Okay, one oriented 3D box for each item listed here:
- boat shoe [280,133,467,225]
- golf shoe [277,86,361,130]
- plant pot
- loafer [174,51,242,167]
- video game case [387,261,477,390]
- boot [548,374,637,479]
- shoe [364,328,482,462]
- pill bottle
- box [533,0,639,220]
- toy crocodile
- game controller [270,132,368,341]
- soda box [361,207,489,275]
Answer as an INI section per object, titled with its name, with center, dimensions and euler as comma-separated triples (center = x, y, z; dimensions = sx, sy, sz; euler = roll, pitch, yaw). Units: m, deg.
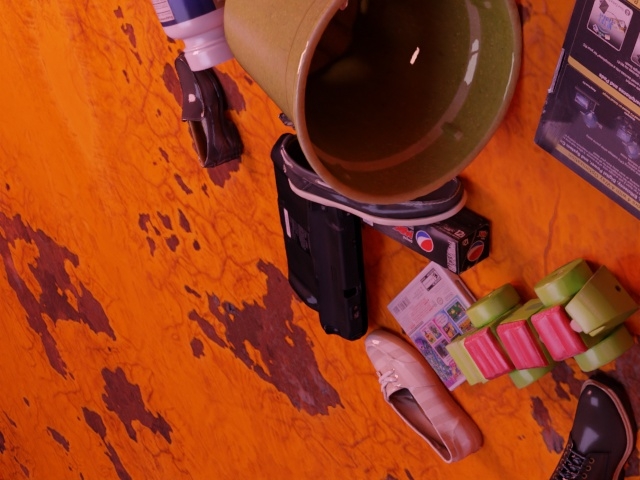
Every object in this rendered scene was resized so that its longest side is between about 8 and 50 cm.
[boat shoe]
center = 0.060, -0.076, 1.612
dimensions = 0.233, 0.084, 0.079
euler = 14, 145, 23
[golf shoe]
center = 0.036, -0.157, 1.658
dimensions = 0.094, 0.077, 0.198
euler = 49, 154, -17
[plant pot]
center = 0.031, -0.214, 1.454
dimensions = 0.254, 0.276, 0.276
euler = 40, 146, 49
[loafer]
center = -0.170, -0.184, 1.920
dimensions = 0.062, 0.061, 0.170
euler = -9, 108, 58
[video game case]
center = 0.162, 0.109, 1.746
dimensions = 0.143, 0.019, 0.157
euler = 53, 148, 9
[boot]
center = 0.296, 0.267, 1.577
dimensions = 0.077, 0.137, 0.198
euler = 26, 136, 42
[shoe]
center = 0.129, 0.211, 1.841
dimensions = 0.219, 0.058, 0.076
euler = 48, 147, 17
[pill bottle]
center = -0.162, -0.320, 1.742
dimensions = 0.112, 0.112, 0.187
euler = 2, 119, 54
[box]
center = 0.386, -0.106, 1.167
dimensions = 0.395, 0.097, 0.318
euler = 40, 143, 27
[toy crocodile]
center = 0.243, 0.106, 1.542
dimensions = 0.115, 0.105, 0.340
euler = 59, 149, -1
[game controller]
center = 0.000, 0.000, 1.820
dimensions = 0.166, 0.067, 0.319
euler = 54, 160, 37
[soda box]
center = 0.125, -0.023, 1.642
dimensions = 0.169, 0.060, 0.053
euler = 31, 139, 38
